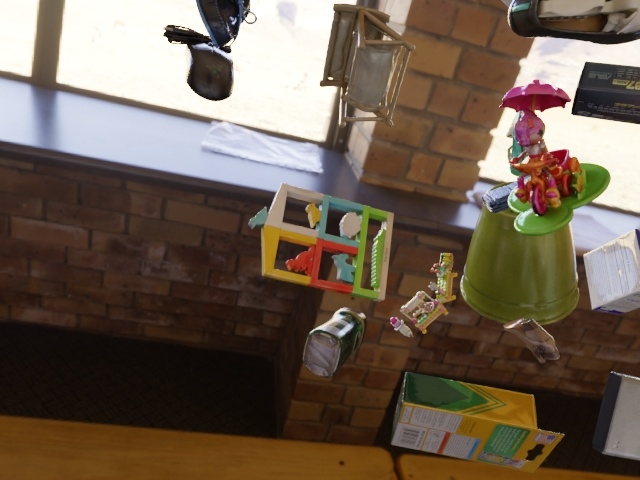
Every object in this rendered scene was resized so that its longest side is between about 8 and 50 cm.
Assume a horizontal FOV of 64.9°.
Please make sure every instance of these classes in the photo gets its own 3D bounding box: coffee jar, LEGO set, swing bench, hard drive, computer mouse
[{"bbox_3d":[0.035,0.205,1.048,0.079,0.096,0.184,18,15,20],"label":"coffee jar"},{"bbox_3d":[0.304,0.144,1.442,0.107,0.287,0.132,38,-8,-27],"label":"LEGO set"},{"bbox_3d":[0.120,-0.499,1.441,0.165,0.253,0.254,-5,48,-17],"label":"swing bench"},{"bbox_3d":[0.398,0.217,0.603,0.135,0.094,0.022,14,-2,-13],"label":"hard drive"},{"bbox_3d":[-0.286,-0.458,1.263,0.189,0.072,0.272,3,50,-30],"label":"computer mouse"}]

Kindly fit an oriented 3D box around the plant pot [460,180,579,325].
[{"bbox_3d":[0.633,0.014,1.585,0.367,0.352,0.366,-7,32,4],"label":"plant pot"}]

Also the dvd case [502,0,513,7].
[{"bbox_3d":[0.578,-0.790,1.458,0.022,0.180,0.252,1,52,-51],"label":"dvd case"}]

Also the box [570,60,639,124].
[{"bbox_3d":[0.630,-0.281,0.993,0.233,0.059,0.183,15,1,22],"label":"box"}]

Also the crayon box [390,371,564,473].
[{"bbox_3d":[0.331,0.405,1.112,0.323,0.203,0.083,10,45,7],"label":"crayon box"}]

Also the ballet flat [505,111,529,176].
[{"bbox_3d":[0.644,-0.325,1.638,0.083,0.247,0.087,9,-10,-35],"label":"ballet flat"}]

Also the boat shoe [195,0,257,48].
[{"bbox_3d":[-0.170,-0.439,0.908,0.089,0.109,0.258,-16,50,6],"label":"boat shoe"}]

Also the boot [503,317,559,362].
[{"bbox_3d":[0.406,0.194,0.970,0.086,0.042,0.118,58,-9,7],"label":"boot"}]

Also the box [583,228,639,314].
[{"bbox_3d":[0.603,0.065,0.990,0.072,0.137,0.126,12,63,-13],"label":"box"}]

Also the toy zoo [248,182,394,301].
[{"bbox_3d":[0.000,0.000,1.005,0.294,0.192,0.030,13,-19,-15],"label":"toy zoo"}]

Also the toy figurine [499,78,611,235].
[{"bbox_3d":[0.274,-0.118,0.640,0.130,0.159,0.173,-5,33,45],"label":"toy figurine"}]

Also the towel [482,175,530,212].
[{"bbox_3d":[0.348,-0.084,0.881,0.120,0.029,0.067,-22,18,12],"label":"towel"}]

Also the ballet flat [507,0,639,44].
[{"bbox_3d":[0.447,-0.364,0.805,0.281,0.095,0.096,-5,12,-2],"label":"ballet flat"}]

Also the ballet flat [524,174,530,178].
[{"bbox_3d":[0.583,-0.134,1.361,0.070,0.070,0.188,32,13,33],"label":"ballet flat"}]
